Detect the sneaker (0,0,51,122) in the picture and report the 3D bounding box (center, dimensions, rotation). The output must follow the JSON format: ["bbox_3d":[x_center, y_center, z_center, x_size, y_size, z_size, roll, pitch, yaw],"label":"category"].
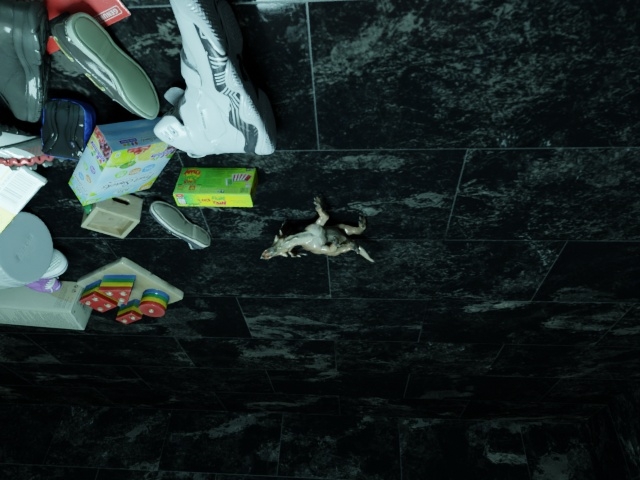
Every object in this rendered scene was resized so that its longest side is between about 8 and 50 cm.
[{"bbox_3d":[-0.560,-0.325,0.809,0.130,0.108,0.286,7,151,-26],"label":"sneaker"}]

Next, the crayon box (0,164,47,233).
[{"bbox_3d":[-0.825,-0.164,1.007,0.202,0.081,0.318,-50,129,-2],"label":"crayon box"}]

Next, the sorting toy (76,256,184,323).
[{"bbox_3d":[-0.653,0.190,1.534,0.256,0.089,0.257,-21,136,28],"label":"sorting toy"}]

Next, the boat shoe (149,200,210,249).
[{"bbox_3d":[-0.394,-0.032,1.235,0.065,0.075,0.206,-22,140,25],"label":"boat shoe"}]

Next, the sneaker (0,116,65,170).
[{"bbox_3d":[-0.682,-0.219,0.956,0.276,0.098,0.135,-10,121,-28],"label":"sneaker"}]

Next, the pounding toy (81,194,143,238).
[{"bbox_3d":[-0.548,-0.093,1.167,0.141,0.100,0.130,21,141,-38],"label":"pounding toy"}]

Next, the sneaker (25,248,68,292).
[{"bbox_3d":[-0.867,0.103,1.441,0.282,0.102,0.161,-4,147,27],"label":"sneaker"}]

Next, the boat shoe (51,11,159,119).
[{"bbox_3d":[-0.398,-0.321,0.856,0.069,0.081,0.227,2,149,25],"label":"boat shoe"}]

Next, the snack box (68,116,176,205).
[{"bbox_3d":[-0.420,-0.172,0.976,0.207,0.175,0.070,-35,87,41],"label":"snack box"}]

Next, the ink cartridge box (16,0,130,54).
[{"bbox_3d":[-0.521,-0.424,0.741,0.297,0.066,0.261,-13,139,20],"label":"ink cartridge box"}]

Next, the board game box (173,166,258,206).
[{"bbox_3d":[-0.248,-0.128,1.080,0.182,0.092,0.043,1,142,4],"label":"board game box"}]

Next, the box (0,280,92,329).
[{"bbox_3d":[-0.980,0.217,1.570,0.312,0.121,0.148,6,142,-3],"label":"box"}]

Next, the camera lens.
[{"bbox_3d":[-0.927,0.028,1.239,0.275,0.219,0.219,-4,142,9],"label":"camera lens"}]

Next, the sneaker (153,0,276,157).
[{"bbox_3d":[-0.230,-0.287,0.834,0.210,0.137,0.365,-9,144,12],"label":"sneaker"}]

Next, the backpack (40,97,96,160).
[{"bbox_3d":[-0.530,-0.241,0.957,0.098,0.101,0.120,6,110,-8],"label":"backpack"}]

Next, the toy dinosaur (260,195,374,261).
[{"bbox_3d":[0.000,0.000,1.213,0.296,0.127,0.200,16,150,-35],"label":"toy dinosaur"}]
